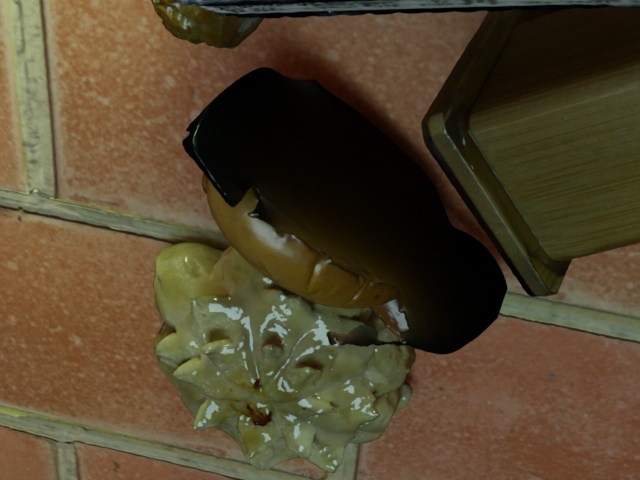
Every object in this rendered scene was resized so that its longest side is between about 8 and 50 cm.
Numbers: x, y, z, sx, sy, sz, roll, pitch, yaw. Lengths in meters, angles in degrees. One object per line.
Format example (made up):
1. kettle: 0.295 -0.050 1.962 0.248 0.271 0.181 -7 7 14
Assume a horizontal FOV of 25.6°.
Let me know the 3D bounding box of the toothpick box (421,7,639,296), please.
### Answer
1. toothpick box: 0.269 -0.104 1.042 0.308 0.190 0.187 -14 121 39

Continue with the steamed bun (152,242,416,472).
1. steamed bun: -0.050 0.115 1.396 0.292 0.137 0.295 43 130 -13

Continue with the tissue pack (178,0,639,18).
1. tissue pack: 0.077 -0.286 0.966 0.361 0.122 0.259 1 88 19

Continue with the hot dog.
1. hot dog: 0.002 -0.006 1.251 0.326 0.194 0.107 51 147 -16

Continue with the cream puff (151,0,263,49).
1. cream puff: -0.083 -0.225 1.137 0.103 0.126 0.144 36 123 9
